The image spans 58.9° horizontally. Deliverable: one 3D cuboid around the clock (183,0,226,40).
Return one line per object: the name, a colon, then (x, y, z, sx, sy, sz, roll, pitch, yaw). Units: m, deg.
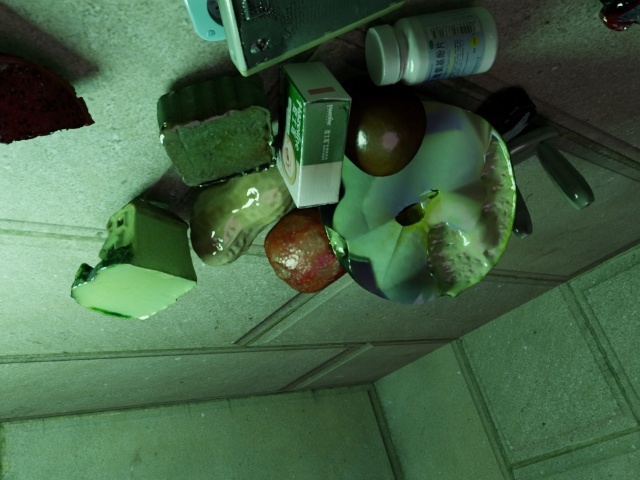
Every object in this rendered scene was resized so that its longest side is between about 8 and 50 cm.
clock: (-0.103, -0.323, 0.734, 0.147, 0.045, 0.108, -18, 155, -2)

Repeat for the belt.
belt: (0.378, -0.252, 1.166, 0.105, 0.058, 0.140, -10, 152, -32)

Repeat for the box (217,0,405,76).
box: (0.000, -0.333, 0.711, 0.270, 0.045, 0.211, -27, 157, -12)

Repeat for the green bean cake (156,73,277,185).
green bean cake: (-0.164, -0.181, 0.923, 0.173, 0.094, 0.181, -15, 155, -3)

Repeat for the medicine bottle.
medicine bottle: (0.171, -0.300, 0.885, 0.187, 0.102, 0.102, -13, 154, -11)

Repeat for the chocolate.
chocolate: (0.093, -0.186, 0.948, 0.177, 0.176, 0.176, -14, 154, -7)

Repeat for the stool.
stool: (0.482, -0.129, 1.268, 0.195, 0.198, 0.195, -31, 168, 19)

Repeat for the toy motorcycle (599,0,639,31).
toy motorcycle: (0.552, -0.410, 0.927, 0.213, 0.082, 0.122, -16, 153, 0)

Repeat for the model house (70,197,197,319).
model house: (-0.372, 0.027, 1.101, 0.195, 0.189, 0.214, 21, 138, -41)

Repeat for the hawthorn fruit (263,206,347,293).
hawthorn fruit: (0.000, 0.000, 1.283, 0.253, 0.205, 0.205, -36, 150, 21)

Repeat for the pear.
pear: (0.185, -0.081, 1.142, 0.399, 0.398, 0.165, -19, -166, 4)

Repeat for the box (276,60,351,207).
box: (-0.017, -0.171, 0.922, 0.081, 0.135, 0.199, -11, 133, -16)

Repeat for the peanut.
peanut: (-0.154, -0.067, 1.119, 0.313, 0.149, 0.149, -37, 149, 30)

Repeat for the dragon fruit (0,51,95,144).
dragon fruit: (-0.411, -0.196, 0.773, 0.161, 0.121, 0.127, -26, 125, -48)
